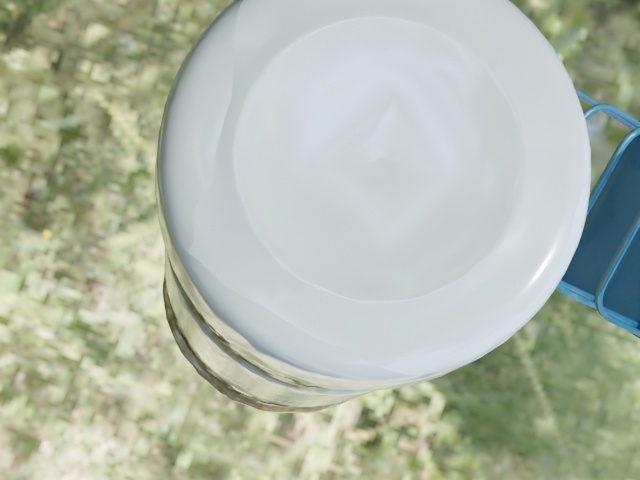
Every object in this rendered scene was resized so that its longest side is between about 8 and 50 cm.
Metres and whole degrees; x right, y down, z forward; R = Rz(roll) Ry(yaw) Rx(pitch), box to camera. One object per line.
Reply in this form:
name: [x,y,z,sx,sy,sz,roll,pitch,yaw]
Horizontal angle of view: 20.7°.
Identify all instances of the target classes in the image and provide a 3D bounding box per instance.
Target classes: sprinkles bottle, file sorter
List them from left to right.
sprinkles bottle: [0.000,0.000,0.643,0.355,0.121,0.121,126,-14,-81]
file sorter: [0.189,-0.007,1.025,0.104,0.170,0.118,25,97,-38]
